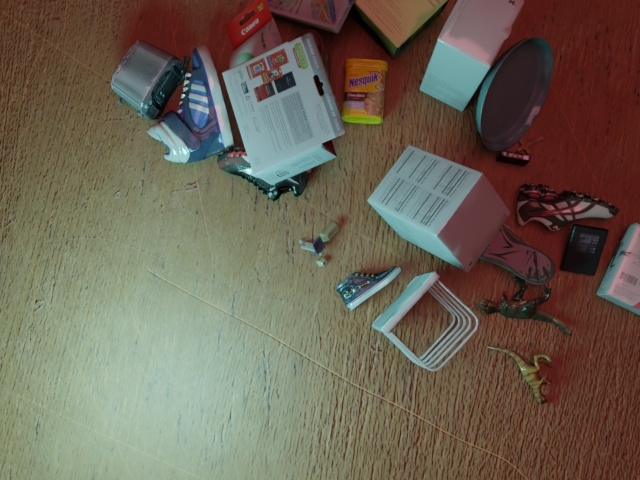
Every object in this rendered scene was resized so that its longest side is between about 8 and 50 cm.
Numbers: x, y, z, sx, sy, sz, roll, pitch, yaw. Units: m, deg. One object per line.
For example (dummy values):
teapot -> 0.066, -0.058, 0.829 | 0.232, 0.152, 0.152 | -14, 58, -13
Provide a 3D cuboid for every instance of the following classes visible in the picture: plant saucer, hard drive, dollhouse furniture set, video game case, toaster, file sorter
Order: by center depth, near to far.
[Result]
file sorter -> 0.268, 0.213, 1.769 | 0.173, 0.278, 0.193 | 44, 86, 3
plant saucer -> 0.519, -0.398, 1.849 | 0.043, 0.317, 0.318 | 35, 84, 37
hard drive -> 0.723, 0.026, 1.872 | 0.094, 0.022, 0.135 | 9, 112, 3
video game case -> -0.012, -0.761, 1.932 | 0.329, 0.036, 0.300 | 28, 93, 34
dollhouse furniture set -> 0.000, 0.000, 1.938 | 0.081, 0.091, 0.114 | 16, 53, 43
toaster -> -0.493, -0.472, 1.959 | 0.146, 0.129, 0.227 | 30, 86, 8

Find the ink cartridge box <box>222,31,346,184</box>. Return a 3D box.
ink cartridge box -> -0.078, -0.346, 1.803 | 0.271, 0.130, 0.310 | -21, 76, 15

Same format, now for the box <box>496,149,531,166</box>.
box -> 0.543, -0.231, 1.921 | 0.083, 0.067, 0.018 | 11, 84, 4

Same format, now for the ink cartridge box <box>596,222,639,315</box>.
ink cartridge box -> 0.876, 0.082, 1.856 | 0.158, 0.092, 0.218 | 26, 86, 5

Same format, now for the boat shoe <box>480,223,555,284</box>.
boat shoe -> 0.494, 0.013, 1.883 | 0.320, 0.103, 0.118 | 31, 94, 11

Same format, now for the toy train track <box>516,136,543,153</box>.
toy train track -> 0.599, -0.274, 1.953 | 0.083, 0.014, 0.048 | -27, 75, -8

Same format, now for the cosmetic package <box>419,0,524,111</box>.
cosmetic package -> 0.391, -0.507, 1.814 | 0.155, 0.365, 0.197 | 28, 83, 5

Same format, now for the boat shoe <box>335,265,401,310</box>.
boat shoe -> 0.132, 0.109, 1.889 | 0.183, 0.065, 0.083 | -36, 84, -2

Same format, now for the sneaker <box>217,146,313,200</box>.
sneaker -> -0.162, -0.184, 1.922 | 0.275, 0.097, 0.135 | 8, 80, 2

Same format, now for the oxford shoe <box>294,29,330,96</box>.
oxford shoe -> -0.017, -0.407, 1.929 | 0.122, 0.130, 0.349 | 5, 85, 23

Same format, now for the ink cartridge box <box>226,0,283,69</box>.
ink cartridge box -> -0.198, -0.563, 1.950 | 0.181, 0.056, 0.225 | -26, 82, 38

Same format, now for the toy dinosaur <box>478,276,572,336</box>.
toy dinosaur -> 0.569, 0.171, 1.870 | 0.268, 0.064, 0.118 | 14, 97, 3

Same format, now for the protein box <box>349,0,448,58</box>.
protein box -> 0.218, -0.669, 1.937 | 0.201, 0.136, 0.200 | -44, 91, 2

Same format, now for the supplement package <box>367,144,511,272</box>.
supplement package -> 0.309, -0.087, 1.784 | 0.198, 0.199, 0.262 | -53, 43, -5

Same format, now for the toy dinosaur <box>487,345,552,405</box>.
toy dinosaur -> 0.564, 0.344, 1.845 | 0.112, 0.064, 0.212 | -34, 82, -2

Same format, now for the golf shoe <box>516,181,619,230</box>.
golf shoe -> 0.680, -0.084, 1.895 | 0.272, 0.105, 0.120 | 10, 103, 5

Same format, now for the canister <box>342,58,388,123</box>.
canister -> 0.126, -0.427, 1.960 | 0.126, 0.073, 0.170 | 4, 84, 3

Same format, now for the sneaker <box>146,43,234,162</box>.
sneaker -> -0.392, -0.381, 1.940 | 0.236, 0.130, 0.323 | -15, 87, -4
